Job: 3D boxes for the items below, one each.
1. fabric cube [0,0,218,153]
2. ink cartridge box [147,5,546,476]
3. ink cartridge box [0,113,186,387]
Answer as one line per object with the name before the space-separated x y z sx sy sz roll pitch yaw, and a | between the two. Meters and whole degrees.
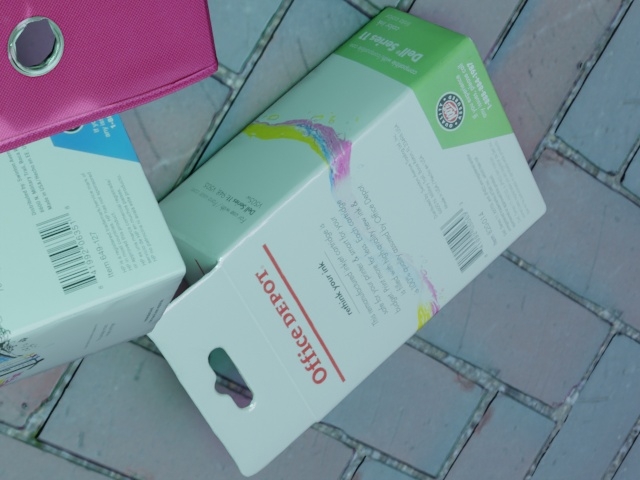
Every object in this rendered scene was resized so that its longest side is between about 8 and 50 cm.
fabric cube | -0.243 -0.218 1.217 0.254 0.259 0.258 -22 121 -26
ink cartridge box | 0.000 0.000 1.590 0.353 0.119 0.207 -41 130 -16
ink cartridge box | -0.240 0.008 1.323 0.233 0.168 0.171 -20 79 -18
